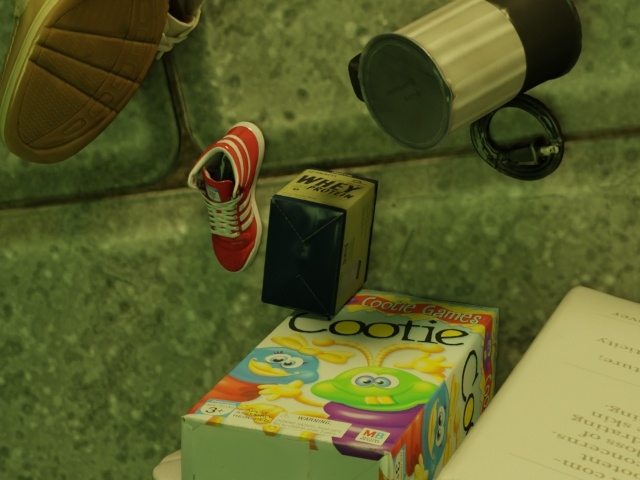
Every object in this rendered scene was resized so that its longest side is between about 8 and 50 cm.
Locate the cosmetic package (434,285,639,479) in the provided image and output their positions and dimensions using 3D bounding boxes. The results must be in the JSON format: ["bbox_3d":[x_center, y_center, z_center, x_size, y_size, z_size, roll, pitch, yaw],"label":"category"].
[{"bbox_3d":[0.231,0.271,1.122,0.329,0.393,0.327,20,110,14],"label":"cosmetic package"}]

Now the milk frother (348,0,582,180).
[{"bbox_3d":[0.103,-0.092,1.197,0.129,0.134,0.143,-21,98,56],"label":"milk frother"}]

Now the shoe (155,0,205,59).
[{"bbox_3d":[-0.110,-0.187,1.276,0.058,0.076,0.219,32,114,13],"label":"shoe"}]

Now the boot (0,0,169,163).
[{"bbox_3d":[-0.195,-0.197,1.232,0.203,0.095,0.262,25,96,43],"label":"boot"}]

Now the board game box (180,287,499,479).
[{"bbox_3d":[0.022,0.145,1.228,0.142,0.275,0.144,7,110,18],"label":"board game box"}]

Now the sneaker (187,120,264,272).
[{"bbox_3d":[-0.071,-0.025,1.321,0.042,0.067,0.118,11,111,17],"label":"sneaker"}]

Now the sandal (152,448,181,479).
[{"bbox_3d":[-0.008,0.222,1.362,0.265,0.102,0.076,10,108,15],"label":"sandal"}]

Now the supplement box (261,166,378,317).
[{"bbox_3d":[0.000,0.000,1.294,0.056,0.083,0.083,13,111,16],"label":"supplement box"}]
